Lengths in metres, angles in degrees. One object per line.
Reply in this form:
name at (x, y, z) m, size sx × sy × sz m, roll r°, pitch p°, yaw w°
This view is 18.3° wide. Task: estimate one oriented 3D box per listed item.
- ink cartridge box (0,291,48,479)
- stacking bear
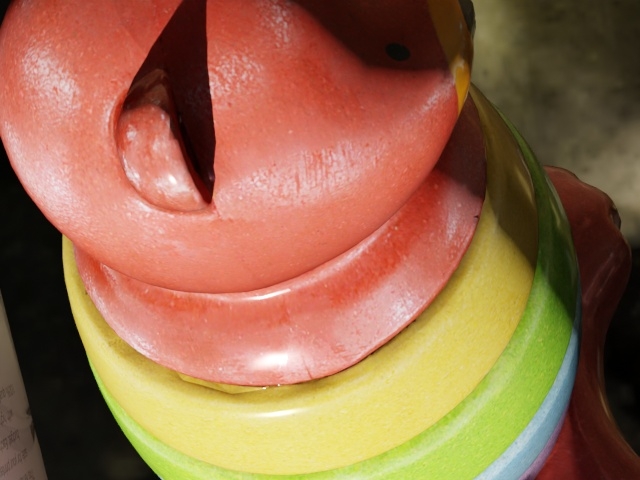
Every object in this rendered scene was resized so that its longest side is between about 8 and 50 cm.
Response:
ink cartridge box at (-0.163, 0.072, 0.717) m, size 0.092 × 0.217 × 0.158 m, roll -15°, pitch -178°, yaw 5°
stacking bear at (0.000, 0.000, 0.579) m, size 0.164 × 0.175 × 0.289 m, roll -11°, pitch 151°, yaw 11°
